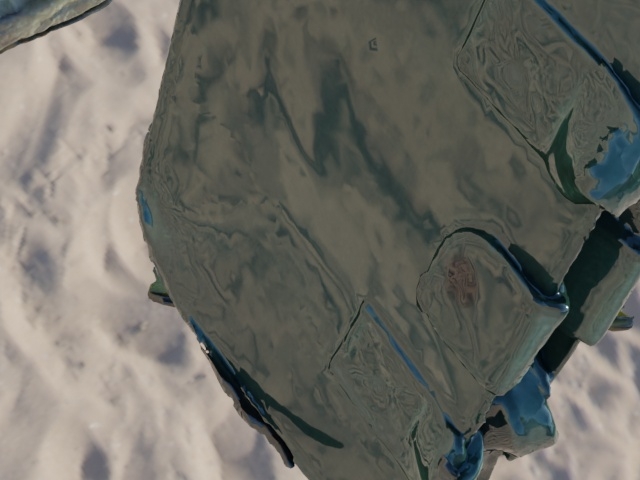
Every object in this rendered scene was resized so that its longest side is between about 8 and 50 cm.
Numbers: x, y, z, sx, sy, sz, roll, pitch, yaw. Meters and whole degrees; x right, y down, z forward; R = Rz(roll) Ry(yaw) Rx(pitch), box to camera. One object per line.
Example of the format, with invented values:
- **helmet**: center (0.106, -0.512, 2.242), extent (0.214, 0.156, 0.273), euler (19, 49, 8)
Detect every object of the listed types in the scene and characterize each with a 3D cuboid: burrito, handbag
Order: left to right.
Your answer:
- **burrito**: center (-0.244, -0.177, 1.052), extent (0.045, 0.188, 0.058), euler (57, -9, 27)
- **handbag**: center (0.031, -0.048, 0.515), extent (0.089, 0.326, 0.238), euler (-15, 54, -34)

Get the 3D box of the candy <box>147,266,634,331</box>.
- **candy**: center (0.043, -0.009, 0.862), extent (0.297, 0.081, 0.187), euler (7, 38, -8)
